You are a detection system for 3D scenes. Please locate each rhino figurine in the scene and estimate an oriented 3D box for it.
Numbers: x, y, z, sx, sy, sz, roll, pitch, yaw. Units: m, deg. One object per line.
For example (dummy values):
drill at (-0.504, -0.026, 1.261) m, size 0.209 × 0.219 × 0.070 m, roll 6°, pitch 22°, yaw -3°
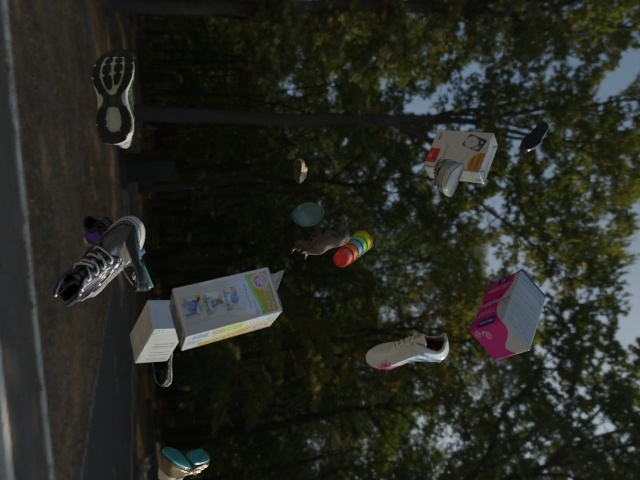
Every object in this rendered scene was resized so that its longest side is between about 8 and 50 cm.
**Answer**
rhino figurine at (0.000, 0.000, 1.940) m, size 0.073 × 0.243 × 0.106 m, roll 66°, pitch 2°, yaw -64°

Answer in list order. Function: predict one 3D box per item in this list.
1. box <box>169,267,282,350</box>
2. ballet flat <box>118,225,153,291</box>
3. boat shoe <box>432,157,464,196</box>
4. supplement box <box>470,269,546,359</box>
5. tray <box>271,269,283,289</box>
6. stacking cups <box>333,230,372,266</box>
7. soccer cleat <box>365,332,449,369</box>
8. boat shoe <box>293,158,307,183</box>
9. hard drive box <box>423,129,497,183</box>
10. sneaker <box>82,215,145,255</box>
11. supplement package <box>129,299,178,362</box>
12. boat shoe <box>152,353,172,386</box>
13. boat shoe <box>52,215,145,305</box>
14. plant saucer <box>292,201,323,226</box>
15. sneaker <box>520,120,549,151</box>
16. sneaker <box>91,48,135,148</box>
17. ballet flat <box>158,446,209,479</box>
box at (-0.198, 0.141, 1.063) m, size 0.103 × 0.203 × 0.114 m, roll 69°, pitch -26°, yaw 18°
ballet flat at (-0.542, 0.059, 1.479) m, size 0.074 × 0.074 × 0.203 m, roll -137°, pitch -144°, yaw -65°
boat shoe at (0.426, -0.226, 1.751) m, size 0.320 × 0.103 × 0.118 m, roll -34°, pitch 143°, yaw -67°
supplement box at (0.505, 0.197, 1.368) m, size 0.114 × 0.220 × 0.111 m, roll 47°, pitch -44°, yaw -7°
tray at (-0.213, 0.208, 1.869) m, size 0.145 × 0.030 × 0.270 m, roll -44°, pitch -167°, yaw 24°
stacking cups at (0.129, 0.033, 2.139) m, size 0.316 × 0.096 × 0.096 m, roll -27°, pitch 120°, yaw -66°
soccer cleat at (0.341, 0.417, 1.999) m, size 0.116 × 0.331 × 0.143 m, roll -101°, pitch -172°, yaw -46°
boat shoe at (-0.074, -0.272, 1.955) m, size 0.050 × 0.045 × 0.135 m, roll 46°, pitch -24°, yaw 16°
hard drive box at (0.553, -0.333, 2.021) m, size 0.232 × 0.089 × 0.181 m, roll 12°, pitch -110°, yaw 36°
sneaker at (-0.835, -0.018, 2.031) m, size 0.102 × 0.293 × 0.146 m, roll -51°, pitch 154°, yaw -49°
supplement package at (-0.643, 0.359, 2.016) m, size 0.244 × 0.134 × 0.139 m, roll -53°, pitch -132°, yaw 35°
boat shoe at (-0.674, 0.505, 2.176) m, size 0.068 × 0.081 × 0.227 m, roll 99°, pitch -20°, yaw -74°
boat shoe at (-0.690, 0.071, 1.598) m, size 0.340 × 0.127 × 0.158 m, roll -50°, pitch -178°, yaw 14°
plant saucer at (-0.046, -0.094, 1.952) m, size 0.021 × 0.119 × 0.119 m, roll 76°, pitch -3°, yaw -52°
sneaker at (0.691, -0.322, 1.660) m, size 0.051 × 0.170 × 0.089 m, roll 36°, pitch -24°, yaw 18°
sneaker at (-0.795, -0.545, 2.002) m, size 0.182 × 0.158 × 0.410 m, roll 127°, pitch -37°, yaw -76°
ballet flat at (-0.544, 0.865, 1.952) m, size 0.116 × 0.124 × 0.342 m, roll 40°, pitch -7°, yaw 22°
